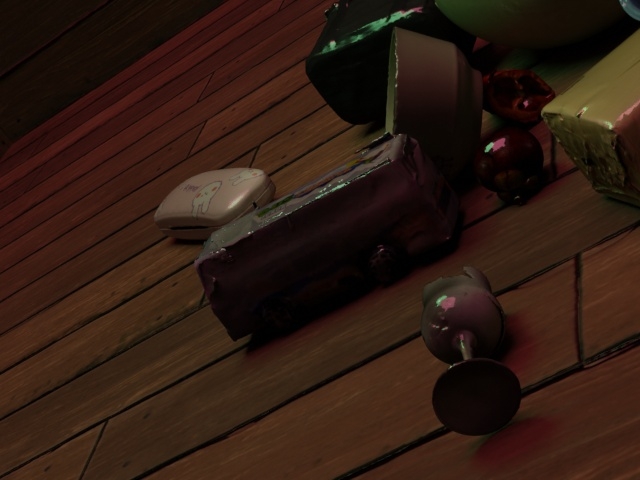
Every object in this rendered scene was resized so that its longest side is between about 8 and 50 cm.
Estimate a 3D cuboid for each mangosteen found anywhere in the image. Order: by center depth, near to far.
[{"bbox_3d":[0.212,-0.086,1.493,0.081,0.081,0.081,-33,19,13],"label":"mangosteen"}]

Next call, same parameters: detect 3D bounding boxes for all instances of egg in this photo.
[{"bbox_3d":[0.268,-0.389,1.761,0.336,0.278,0.278,5,45,47],"label":"egg"}]

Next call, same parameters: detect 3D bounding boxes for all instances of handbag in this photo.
[{"bbox_3d":[0.118,-0.294,1.983,0.254,0.181,0.181,-22,31,36],"label":"handbag"}]

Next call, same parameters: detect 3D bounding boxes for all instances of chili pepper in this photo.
[{"bbox_3d":[0.233,-0.187,1.708,0.169,0.088,0.064,-130,56,-80],"label":"chili pepper"}]

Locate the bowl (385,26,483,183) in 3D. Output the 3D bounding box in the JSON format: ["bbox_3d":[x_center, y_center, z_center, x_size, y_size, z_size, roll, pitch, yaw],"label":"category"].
[{"bbox_3d":[0.136,-0.152,1.633,0.112,0.211,0.211,4,25,1],"label":"bowl"}]

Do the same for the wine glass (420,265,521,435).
[{"bbox_3d":[0.131,0.092,1.206,0.079,0.079,0.195,-33,20,13],"label":"wine glass"}]

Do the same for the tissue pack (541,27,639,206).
[{"bbox_3d":[0.353,-0.144,1.289,0.234,0.125,0.159,-40,19,-5],"label":"tissue pack"}]

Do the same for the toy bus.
[{"bbox_3d":[0.000,0.000,1.562,0.317,0.138,0.112,-27,20,23],"label":"toy bus"}]

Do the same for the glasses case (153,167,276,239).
[{"bbox_3d":[-0.168,-0.057,2.086,0.113,0.075,0.297,-47,20,-22],"label":"glasses case"}]

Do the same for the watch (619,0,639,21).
[{"bbox_3d":[0.426,-0.329,1.502,0.193,0.211,0.211,-39,12,48],"label":"watch"}]
